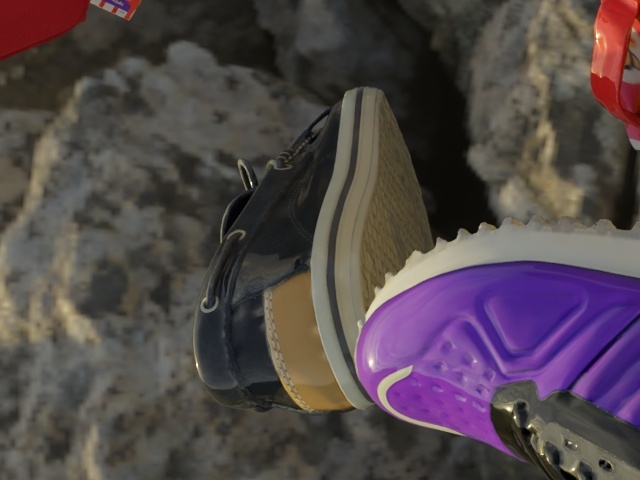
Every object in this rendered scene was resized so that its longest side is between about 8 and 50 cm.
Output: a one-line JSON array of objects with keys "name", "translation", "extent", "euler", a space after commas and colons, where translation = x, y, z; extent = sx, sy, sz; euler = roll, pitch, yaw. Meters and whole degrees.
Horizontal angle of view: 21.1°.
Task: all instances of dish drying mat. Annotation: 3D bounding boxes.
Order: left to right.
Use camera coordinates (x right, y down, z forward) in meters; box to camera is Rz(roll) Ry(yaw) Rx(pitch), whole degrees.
[{"name": "dish drying mat", "translation": [-0.103, -0.058, 0.498], "extent": [0.008, 0.083, 0.032], "euler": [52, 153, 23]}]

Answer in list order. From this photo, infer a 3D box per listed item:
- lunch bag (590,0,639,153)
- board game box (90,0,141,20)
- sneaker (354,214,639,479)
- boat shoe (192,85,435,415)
[{"name": "lunch bag", "translation": [0.294, -0.184, 1.236], "extent": [0.258, 0.293, 0.120], "euler": [-39, 46, -17]}, {"name": "board game box", "translation": [-0.213, -0.249, 1.268], "extent": [0.045, 0.146, 0.193], "euler": [-55, 35, 20]}, {"name": "sneaker", "translation": [0.128, 0.077, 0.654], "extent": [0.293, 0.102, 0.146], "euler": [-2, 56, 34]}, {"name": "boat shoe", "translation": [0.000, 0.000, 1.425], "extent": [0.156, 0.500, 0.187], "euler": [-16, 108, 14]}]
